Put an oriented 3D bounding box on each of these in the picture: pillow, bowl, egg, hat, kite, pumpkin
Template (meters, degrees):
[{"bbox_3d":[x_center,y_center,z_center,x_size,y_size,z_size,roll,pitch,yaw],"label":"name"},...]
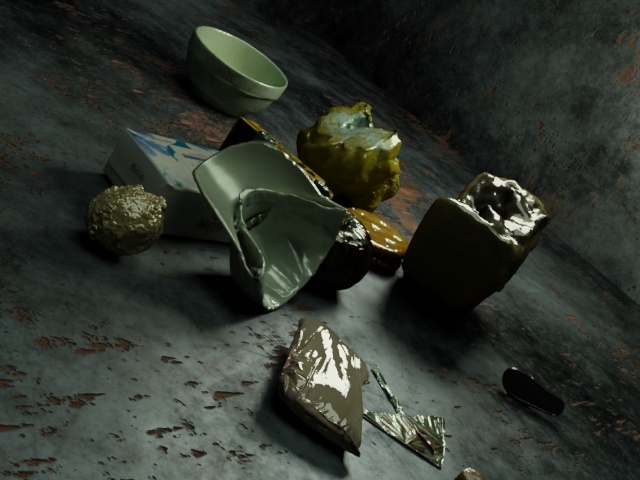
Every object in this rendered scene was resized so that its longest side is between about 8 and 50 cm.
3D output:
[{"bbox_3d":[0.013,0.235,1.431,0.173,0.067,0.270,37,21,-5],"label":"pillow"},{"bbox_3d":[-0.262,-0.474,2.489,0.307,0.163,0.307,30,21,-12],"label":"bowl"},{"bbox_3d":[-0.330,-0.034,1.456,0.140,0.118,0.116,-2,18,-33],"label":"egg"},{"bbox_3d":[-0.124,-0.031,1.609,0.301,0.168,0.258,49,52,2],"label":"hat"},{"bbox_3d":[0.149,0.312,1.543,0.229,0.012,0.250,17,25,-40],"label":"kite"},{"bbox_3d":[0.002,-0.002,1.818,0.238,0.159,0.238,30,22,-13],"label":"pumpkin"}]

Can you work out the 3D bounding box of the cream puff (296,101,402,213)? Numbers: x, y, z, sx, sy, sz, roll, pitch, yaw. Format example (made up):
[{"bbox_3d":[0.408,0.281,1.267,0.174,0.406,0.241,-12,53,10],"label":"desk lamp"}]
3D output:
[{"bbox_3d":[0.072,-0.207,2.340,0.274,0.270,0.323,-11,34,-12],"label":"cream puff"}]

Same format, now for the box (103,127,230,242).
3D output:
[{"bbox_3d":[-0.261,-0.104,1.715,0.274,0.116,0.203,10,32,-48],"label":"box"}]

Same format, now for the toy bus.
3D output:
[{"bbox_3d":[-0.100,-0.162,2.094,0.335,0.121,0.123,42,15,24],"label":"toy bus"}]

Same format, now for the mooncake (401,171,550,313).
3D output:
[{"bbox_3d":[0.391,-0.014,2.090,0.246,0.394,0.393,40,-19,10],"label":"mooncake"}]

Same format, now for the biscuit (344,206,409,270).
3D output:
[{"bbox_3d":[0.123,-0.008,2.148,0.220,0.066,0.220,28,20,-11],"label":"biscuit"}]

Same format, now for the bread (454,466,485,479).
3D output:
[{"bbox_3d":[0.265,0.418,1.437,0.083,0.036,0.047,43,24,30],"label":"bread"}]

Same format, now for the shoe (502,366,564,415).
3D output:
[{"bbox_3d":[0.468,0.334,1.904,0.159,0.062,0.053,32,7,-2],"label":"shoe"}]
